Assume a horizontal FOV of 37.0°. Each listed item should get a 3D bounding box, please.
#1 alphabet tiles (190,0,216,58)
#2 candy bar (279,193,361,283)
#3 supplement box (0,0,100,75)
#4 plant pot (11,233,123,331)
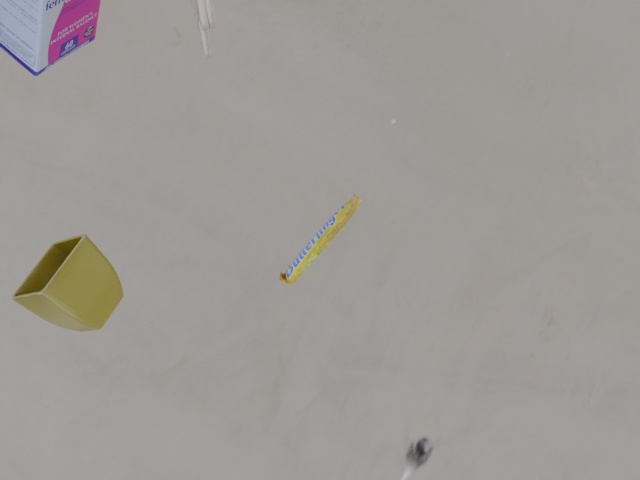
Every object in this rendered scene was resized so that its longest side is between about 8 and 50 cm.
[{"bbox_3d":[-0.146,-0.352,1.027,0.021,0.284,0.278,-11,134,-6],"label":"alphabet tiles"},{"bbox_3d":[0.000,0.000,1.324,0.018,0.040,0.161,42,89,-20],"label":"candy bar"},{"bbox_3d":[-0.343,-0.330,1.180,0.114,0.111,0.220,39,144,8],"label":"supplement box"},{"bbox_3d":[-0.262,0.054,1.026,0.083,0.081,0.081,45,147,-25],"label":"plant pot"}]
